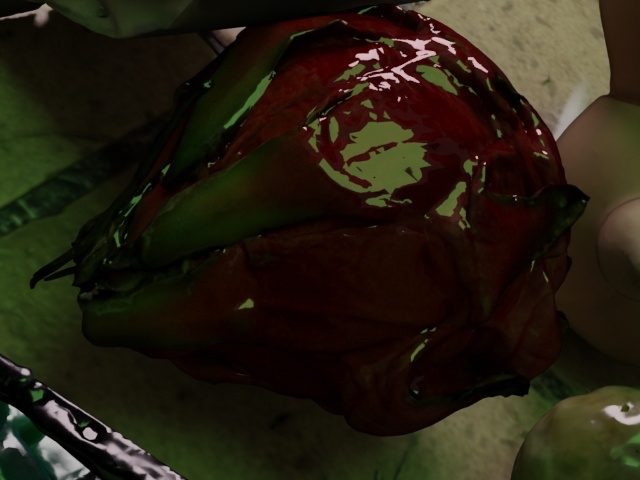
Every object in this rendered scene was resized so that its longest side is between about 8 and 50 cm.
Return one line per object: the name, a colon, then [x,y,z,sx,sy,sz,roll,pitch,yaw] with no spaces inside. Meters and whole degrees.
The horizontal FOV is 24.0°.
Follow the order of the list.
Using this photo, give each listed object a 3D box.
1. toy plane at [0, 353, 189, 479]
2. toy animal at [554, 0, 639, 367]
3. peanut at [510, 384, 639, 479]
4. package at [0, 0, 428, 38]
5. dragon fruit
toy plane: [-0.180,0.064,0.627,0.381,0.155,0.106,39,42,24]
toy animal: [0.237,-0.075,0.907,0.269,0.326,0.237,-20,24,-15]
peanut: [0.209,0.157,0.815,0.224,0.129,0.129,31,44,-2]
package: [-0.054,-0.153,0.836,0.204,0.251,0.062,-17,107,-44]
dragon fruit: [0.000,0.000,0.738,0.293,0.234,0.234,-26,73,-43]
